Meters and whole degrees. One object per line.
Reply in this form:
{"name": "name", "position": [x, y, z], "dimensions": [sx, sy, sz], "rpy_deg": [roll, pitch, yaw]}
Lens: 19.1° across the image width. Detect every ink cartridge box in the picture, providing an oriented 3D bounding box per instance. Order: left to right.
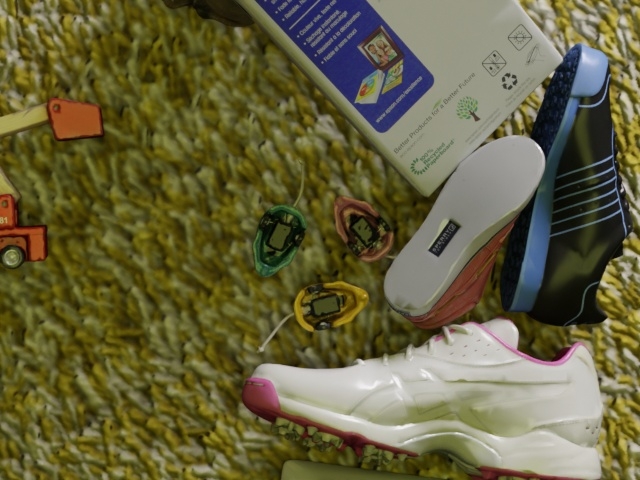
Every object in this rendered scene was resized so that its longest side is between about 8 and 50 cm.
{"name": "ink cartridge box", "position": [0.032, -0.203, 1.501], "dimensions": [0.165, 0.065, 0.333], "rpy_deg": [-44, 118, 0]}

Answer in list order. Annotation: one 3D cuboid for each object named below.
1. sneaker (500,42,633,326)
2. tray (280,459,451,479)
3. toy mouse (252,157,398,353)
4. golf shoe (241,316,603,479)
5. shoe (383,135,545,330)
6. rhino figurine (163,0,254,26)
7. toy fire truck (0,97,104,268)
{"name": "sneaker", "position": [0.218, -0.043, 1.579], "dimensions": [0.090, 0.081, 0.232], "rpy_deg": [12, 97, -11]}
{"name": "tray", "position": [0.097, 0.262, 1.571], "dimensions": [0.270, 0.030, 0.145], "rpy_deg": [8, 63, -6]}
{"name": "toy mouse", "position": [0.000, 0.000, 1.578], "dimensions": [0.161, 0.031, 0.143], "rpy_deg": [-18, 95, -5]}
{"name": "golf shoe", "position": [0.089, 0.123, 1.565], "dimensions": [0.306, 0.115, 0.140], "rpy_deg": [12, 81, -13]}
{"name": "shoe", "position": [0.123, -0.004, 1.563], "dimensions": [0.063, 0.081, 0.178], "rpy_deg": [38, 87, 23]}
{"name": "rhino figurine", "position": [-0.046, -0.285, 1.540], "dimensions": [0.106, 0.073, 0.243], "rpy_deg": [28, 88, -5]}
{"name": "toy fire truck", "position": [-0.269, -0.044, 1.540], "dimensions": [0.192, 0.047, 0.135], "rpy_deg": [-3, 93, -5]}
